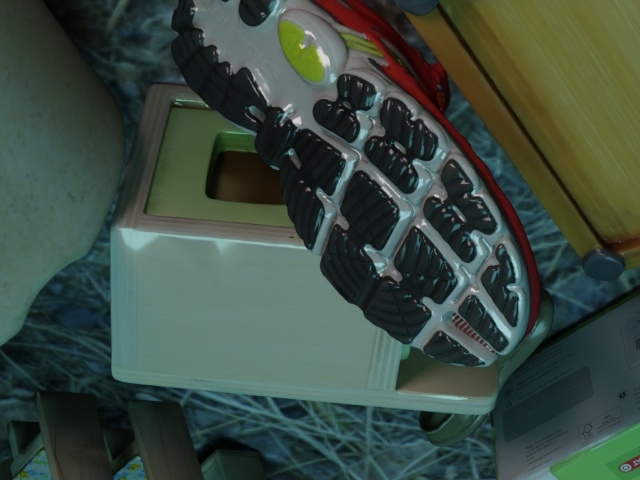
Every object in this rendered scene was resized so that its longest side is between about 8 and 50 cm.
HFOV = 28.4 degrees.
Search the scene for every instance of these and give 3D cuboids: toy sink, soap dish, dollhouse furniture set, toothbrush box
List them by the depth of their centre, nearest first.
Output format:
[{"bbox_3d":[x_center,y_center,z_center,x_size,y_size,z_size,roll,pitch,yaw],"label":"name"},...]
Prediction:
[{"bbox_3d":[0.178,-0.113,0.661,0.229,0.118,0.291,-17,129,34],"label":"soap dish"},{"bbox_3d":[0.000,0.000,0.768,0.234,0.152,0.131,6,129,-1],"label":"toy sink"},{"bbox_3d":[-0.141,0.240,0.906,0.242,0.161,0.212,12,135,-41],"label":"dollhouse furniture set"},{"bbox_3d":[0.288,0.168,0.909,0.206,0.122,0.283,-35,119,27],"label":"toothbrush box"}]

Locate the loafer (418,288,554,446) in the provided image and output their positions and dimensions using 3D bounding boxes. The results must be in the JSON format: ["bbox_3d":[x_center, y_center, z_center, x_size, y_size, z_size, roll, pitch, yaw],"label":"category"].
[{"bbox_3d":[0.107,0.085,0.897,0.050,0.056,0.148,25,116,-15],"label":"loafer"}]

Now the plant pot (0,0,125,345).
[{"bbox_3d":[-0.272,-0.090,0.629,0.334,0.333,0.305,-23,135,20],"label":"plant pot"}]

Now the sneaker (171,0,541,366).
[{"bbox_3d":[0.037,-0.061,0.661,0.118,0.279,0.107,-10,146,-44],"label":"sneaker"}]
